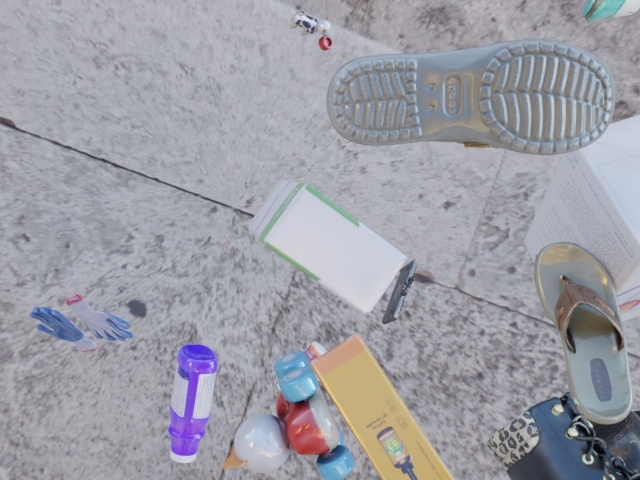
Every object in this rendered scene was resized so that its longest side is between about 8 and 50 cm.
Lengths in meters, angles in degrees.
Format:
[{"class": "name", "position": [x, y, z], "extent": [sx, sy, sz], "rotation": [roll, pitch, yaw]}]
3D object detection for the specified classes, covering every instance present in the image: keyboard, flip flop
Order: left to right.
[{"class": "keyboard", "position": [0.218, 0.134, 1.909], "extent": [0.023, 0.108, 0.180], "rotation": [28, 63, -9]}, {"class": "flip flop", "position": [0.389, 0.127, 1.056], "extent": [0.112, 0.080, 0.277], "rotation": [-10, 67, 12]}]

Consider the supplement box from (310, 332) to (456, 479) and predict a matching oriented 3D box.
[{"class": "supplement box", "position": [0.080, 0.238, 0.921], "extent": [0.078, 0.080, 0.233], "rotation": [-31, 71, -7]}]

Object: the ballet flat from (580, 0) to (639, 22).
[{"class": "ballet flat", "position": [0.448, -0.386, 1.082], "extent": [0.087, 0.083, 0.247], "rotation": [28, 45, -2]}]

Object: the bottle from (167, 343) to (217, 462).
[{"class": "bottle", "position": [-0.317, 0.402, 1.765], "extent": [0.092, 0.118, 0.283], "rotation": [4, 103, -26]}]

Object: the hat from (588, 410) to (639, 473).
[{"class": "hat", "position": [0.494, 0.382, 1.244], "extent": [0.331, 0.331, 0.134], "rotation": [-40, 105, -4]}]

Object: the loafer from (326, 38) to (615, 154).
[{"class": "loafer", "position": [0.125, -0.124, 0.610], "extent": [0.251, 0.087, 0.094], "rotation": [2, 105, -10]}]

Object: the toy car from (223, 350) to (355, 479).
[{"class": "toy car", "position": [-0.089, 0.378, 1.431], "extent": [0.238, 0.210, 0.219], "rotation": [-24, 101, -5]}]

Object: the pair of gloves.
[{"class": "pair of gloves", "position": [-0.481, 0.168, 1.449], "extent": [0.198, 0.023, 0.159], "rotation": [-16, 133, 29]}]

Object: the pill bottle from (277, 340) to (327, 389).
[{"class": "pill bottle", "position": [-0.039, 0.345, 1.888], "extent": [0.086, 0.086, 0.152], "rotation": [44, 91, -7]}]

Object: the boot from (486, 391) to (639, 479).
[{"class": "boot", "position": [0.266, 0.208, 0.641], "extent": [0.085, 0.236, 0.178], "rotation": [4, 49, -43]}]

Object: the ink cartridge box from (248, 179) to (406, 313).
[{"class": "ink cartridge box", "position": [0.000, 0.000, 1.217], "extent": [0.201, 0.278, 0.117], "rotation": [35, 89, -12]}]

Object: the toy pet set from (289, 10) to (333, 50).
[{"class": "toy pet set", "position": [-0.003, -0.273, 0.725], "extent": [0.114, 0.065, 0.122], "rotation": [18, 79, -35]}]

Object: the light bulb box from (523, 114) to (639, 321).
[{"class": "light bulb box", "position": [0.580, -0.040, 1.211], "extent": [0.358, 0.361, 0.225], "rotation": [-17, 63, -6]}]
